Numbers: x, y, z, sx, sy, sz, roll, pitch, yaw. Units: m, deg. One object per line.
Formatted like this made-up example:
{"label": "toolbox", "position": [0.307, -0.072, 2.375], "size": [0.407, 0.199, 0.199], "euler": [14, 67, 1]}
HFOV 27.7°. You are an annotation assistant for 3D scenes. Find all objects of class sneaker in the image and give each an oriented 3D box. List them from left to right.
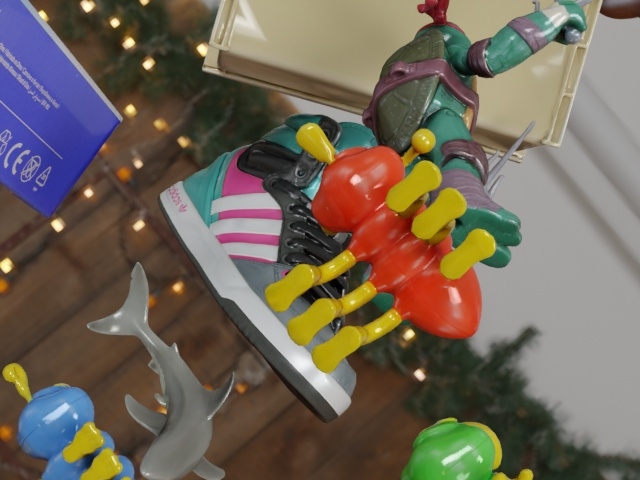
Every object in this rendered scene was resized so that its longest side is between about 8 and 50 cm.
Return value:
{"label": "sneaker", "position": [0.000, 0.000, 1.006], "size": [0.124, 0.178, 0.295], "euler": [54, -1, -41]}

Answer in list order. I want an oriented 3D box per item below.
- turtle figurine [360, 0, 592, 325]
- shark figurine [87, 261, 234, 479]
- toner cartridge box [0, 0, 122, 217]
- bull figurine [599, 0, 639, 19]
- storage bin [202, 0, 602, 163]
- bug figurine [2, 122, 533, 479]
{"label": "turtle figurine", "position": [0.085, -0.069, 0.807], "size": [0.118, 0.234, 0.175], "euler": [16, -40, -1]}
{"label": "shark figurine", "position": [-0.155, 0.165, 1.506], "size": [0.166, 0.116, 0.278], "euler": [29, 28, -42]}
{"label": "toner cartridge box", "position": [-0.212, -0.119, 0.573], "size": [0.165, 0.075, 0.348], "euler": [34, -7, 11]}
{"label": "bull figurine", "position": [0.387, -0.336, 1.288], "size": [0.101, 0.310, 0.188], "euler": [37, 6, -27]}
{"label": "storage bin", "position": [0.073, -0.219, 0.959], "size": [0.262, 0.260, 0.123], "euler": [16, 1, -5]}
{"label": "bug figurine", "position": [-0.012, 0.093, 0.546], "size": [0.216, 0.279, 0.072], "euler": [57, 25, 8]}
